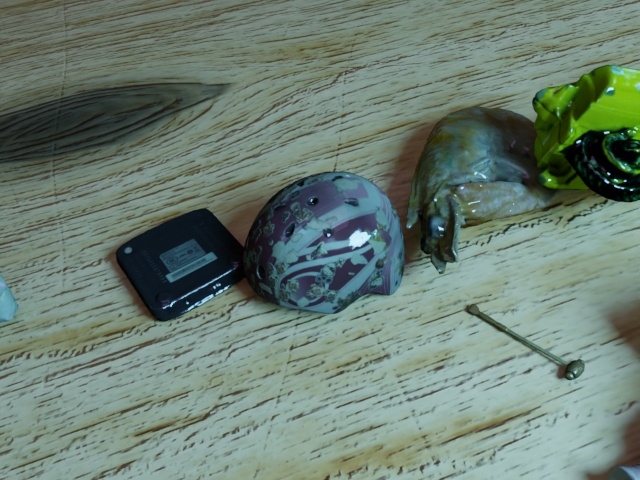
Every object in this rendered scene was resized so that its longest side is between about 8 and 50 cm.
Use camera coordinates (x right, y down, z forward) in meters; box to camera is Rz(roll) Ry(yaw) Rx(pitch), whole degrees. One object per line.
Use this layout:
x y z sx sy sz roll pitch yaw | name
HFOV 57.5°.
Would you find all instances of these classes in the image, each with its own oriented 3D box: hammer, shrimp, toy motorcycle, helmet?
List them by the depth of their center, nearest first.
0.199 0.098 0.577 0.123 0.014 0.029 31 48 31 | hammer
0.008 -0.012 0.616 0.177 0.107 0.153 -13 50 -20 | helmet
0.403 -0.139 0.676 0.342 0.142 0.206 -6 51 -20 | toy motorcycle
0.194 -0.066 0.685 0.168 0.077 0.317 15 48 13 | shrimp

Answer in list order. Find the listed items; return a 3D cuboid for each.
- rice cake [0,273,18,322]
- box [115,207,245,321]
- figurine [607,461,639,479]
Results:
-0.440 0.059 0.583 0.237 0.127 0.043 -13 46 -9 | rice cake
-0.156 0.020 0.662 0.126 0.027 0.125 -30 52 -22 | box
0.375 0.138 0.460 0.287 0.186 0.176 -52 21 -12 | figurine
